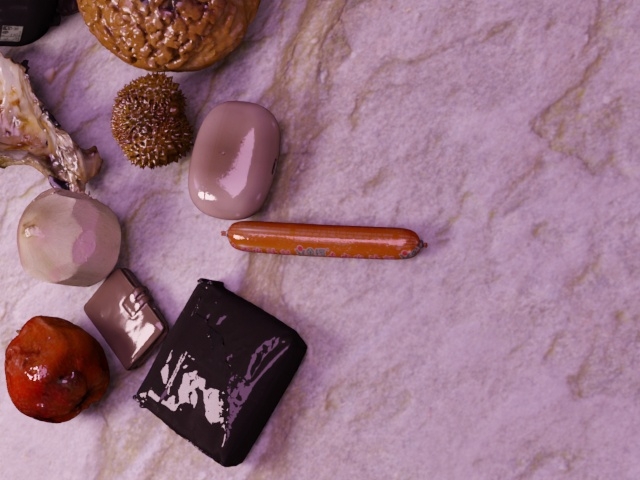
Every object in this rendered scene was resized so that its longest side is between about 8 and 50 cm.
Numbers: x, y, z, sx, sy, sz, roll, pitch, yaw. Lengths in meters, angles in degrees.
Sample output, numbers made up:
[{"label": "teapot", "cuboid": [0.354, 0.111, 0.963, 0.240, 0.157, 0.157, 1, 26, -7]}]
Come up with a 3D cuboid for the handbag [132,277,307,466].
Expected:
[{"label": "handbag", "cuboid": [-0.166, 0.208, 1.596, 0.223, 0.080, 0.247, 30, 89, 22]}]

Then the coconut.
[{"label": "coconut", "cuboid": [-0.428, -0.009, 1.670, 0.171, 0.183, 0.171, -7, 73, 23]}]

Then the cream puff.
[{"label": "cream puff", "cuboid": [-0.264, -0.450, 1.679, 0.327, 0.231, 0.343, -15, 75, 19]}]

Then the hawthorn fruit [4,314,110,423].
[{"label": "hawthorn fruit", "cuboid": [-0.440, 0.208, 1.648, 0.173, 0.173, 0.179, -21, 75, 14]}]

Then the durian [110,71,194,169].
[{"label": "durian", "cuboid": [-0.287, -0.197, 1.684, 0.168, 0.137, 0.158, -14, 80, 47]}]

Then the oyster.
[{"label": "oyster", "cuboid": [-0.523, -0.207, 1.770, 0.337, 0.133, 0.198, 30, 88, 19]}]

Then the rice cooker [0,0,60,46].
[{"label": "rice cooker", "cuboid": [-0.585, -0.467, 1.769, 0.224, 0.267, 0.267, -4, 74, -26]}]

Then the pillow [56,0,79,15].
[{"label": "pillow", "cuboid": [-0.453, -0.530, 1.858, 0.131, 0.038, 0.232, -19, 72, 13]}]

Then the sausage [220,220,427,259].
[{"label": "sausage", "cuboid": [0.000, 0.000, 1.595, 0.348, 0.053, 0.053, 3, 81, 19]}]

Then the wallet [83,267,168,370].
[{"label": "wallet", "cuboid": [-0.326, 0.130, 1.684, 0.118, 0.039, 0.152, -46, 64, 16]}]

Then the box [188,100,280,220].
[{"label": "box", "cuboid": [-0.142, -0.132, 1.649, 0.146, 0.088, 0.200, 11, 82, 19]}]
